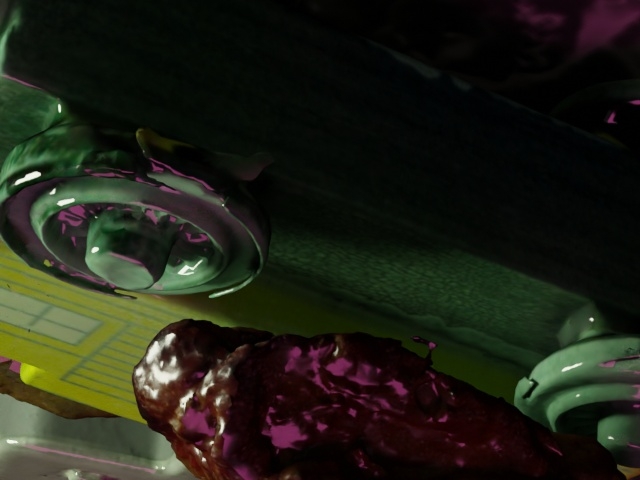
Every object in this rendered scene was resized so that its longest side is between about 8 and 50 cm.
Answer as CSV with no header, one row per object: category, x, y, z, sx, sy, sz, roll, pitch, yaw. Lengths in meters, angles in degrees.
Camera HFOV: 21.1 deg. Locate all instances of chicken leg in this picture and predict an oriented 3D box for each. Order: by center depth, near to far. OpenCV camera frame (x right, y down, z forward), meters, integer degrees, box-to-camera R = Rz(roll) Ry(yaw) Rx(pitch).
chicken leg,0.040,0.109,0.707,0.322,0.083,0.177,30,163,-35

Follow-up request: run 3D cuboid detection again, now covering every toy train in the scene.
toy train,0.000,0.000,0.768,0.442,0.179,0.272,21,151,-21

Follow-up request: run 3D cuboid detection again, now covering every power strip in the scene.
power strip,-0.065,0.132,1.031,0.265,0.059,0.193,14,155,-18

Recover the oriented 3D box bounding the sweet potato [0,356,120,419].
sweet potato,-0.154,0.035,0.909,0.310,0.098,0.124,18,151,-24
